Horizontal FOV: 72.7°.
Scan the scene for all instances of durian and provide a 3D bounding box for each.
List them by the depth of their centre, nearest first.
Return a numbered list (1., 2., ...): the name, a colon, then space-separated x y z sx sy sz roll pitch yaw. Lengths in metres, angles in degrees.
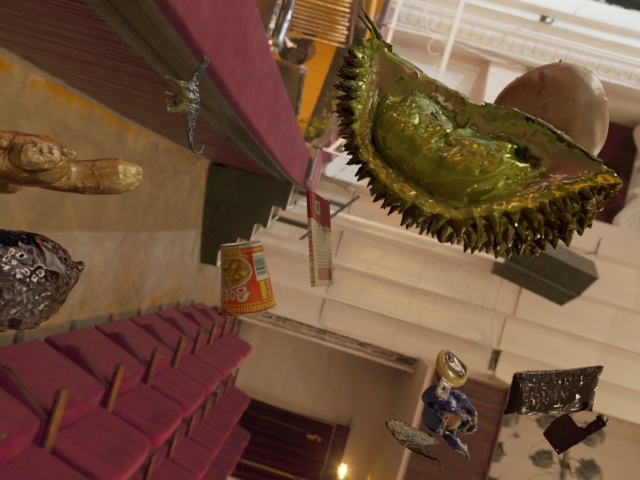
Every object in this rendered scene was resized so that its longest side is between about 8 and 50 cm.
1. durian: 0.131 -0.098 0.489 0.158 0.352 0.169 13 118 -52

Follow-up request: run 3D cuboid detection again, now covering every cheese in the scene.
1. cheese: 0.295 0.318 1.011 0.036 0.086 0.162 -51 169 31

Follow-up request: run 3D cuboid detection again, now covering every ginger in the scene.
1. ginger: -0.312 -0.086 0.514 0.133 0.214 0.059 -19 -104 49

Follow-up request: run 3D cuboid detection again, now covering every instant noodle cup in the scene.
1. instant noodle cup: -0.239 0.112 1.355 0.193 0.193 0.212 -51 135 -83

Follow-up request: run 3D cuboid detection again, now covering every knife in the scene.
1. knife: 0.626 0.469 1.084 0.072 0.019 0.245 58 -25 34

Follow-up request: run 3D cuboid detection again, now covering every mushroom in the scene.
1. mushroom: 0.601 -0.296 1.109 0.292 0.289 0.293 25 -59 51

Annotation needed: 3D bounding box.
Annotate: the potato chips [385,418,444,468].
1. potato chips: 0.293 0.607 1.315 0.029 0.202 0.220 -64 -178 -2

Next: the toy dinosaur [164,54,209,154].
1. toy dinosaur: -0.480 -0.493 1.545 0.076 0.147 0.363 172 -79 -72

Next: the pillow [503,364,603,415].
1. pillow: 0.532 0.348 0.998 0.055 0.208 0.141 -95 -178 -64

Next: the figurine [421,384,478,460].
1. figurine: 0.395 0.545 1.347 0.120 0.262 0.164 -9 -138 49

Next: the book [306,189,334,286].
1. book: 0.000 0.000 1.099 0.162 0.022 0.232 14 73 -72

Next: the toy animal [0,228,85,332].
1. toy animal: -0.377 0.058 0.499 0.185 0.122 0.298 -29 180 9
